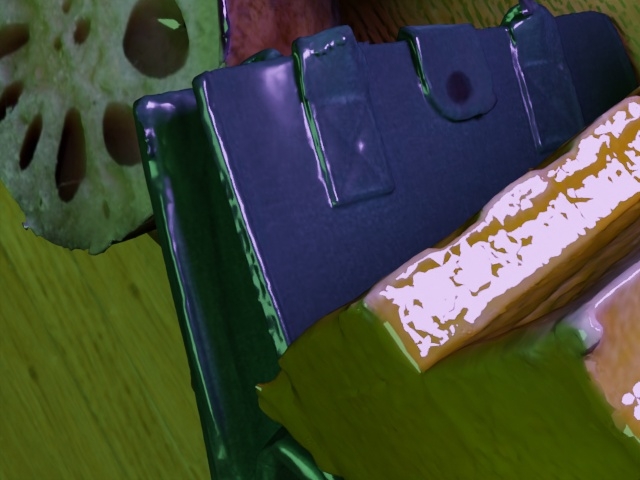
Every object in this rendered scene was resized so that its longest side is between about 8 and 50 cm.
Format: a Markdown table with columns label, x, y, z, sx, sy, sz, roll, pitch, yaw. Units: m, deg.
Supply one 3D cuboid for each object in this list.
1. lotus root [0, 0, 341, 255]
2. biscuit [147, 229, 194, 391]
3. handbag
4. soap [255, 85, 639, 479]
| label | x | y | z | sx | sy | sz | roll | pitch | yaw |
| --- | --- | --- | --- | --- | --- | --- | --- | --- | --- |
| lotus root | -0.094 | -0.133 | 0.812 | 0.272 | 0.192 | 0.272 | 4 | 97 | 34 |
| biscuit | 0.001 | 0.000 | 0.912 | 0.432 | 0.064 | 0.283 | 45 | 110 | 17 |
| handbag | 0.072 | 0.002 | 0.711 | 0.089 | 0.326 | 0.239 | -15 | 91 | 49 |
| soap | 0.146 | 0.010 | 0.515 | 0.143 | 0.281 | 0.259 | 56 | 155 | -1 |
